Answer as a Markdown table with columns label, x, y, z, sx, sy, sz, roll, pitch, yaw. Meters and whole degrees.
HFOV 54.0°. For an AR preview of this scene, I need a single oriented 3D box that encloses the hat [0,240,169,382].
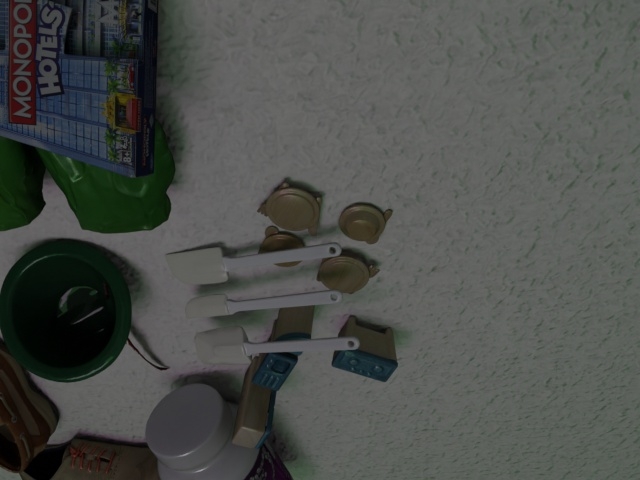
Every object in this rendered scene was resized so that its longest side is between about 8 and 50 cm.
| label | x | y | z | sx | sy | sz | roll | pitch | yaw |
| --- | --- | --- | --- | --- | --- | --- | --- | --- | --- |
| hat | -0.327 | 0.104 | 0.894 | 0.173 | 0.183 | 0.208 | -3 | 91 | 0 |

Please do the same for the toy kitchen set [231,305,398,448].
| label | x | y | z | sx | sy | sz | roll | pitch | yaw |
| --- | --- | --- | --- | --- | --- | --- | --- | --- | --- |
| toy kitchen set | -0.010 | 0.206 | 0.883 | 0.166 | 0.122 | 0.207 | 19 | 132 | -11 |

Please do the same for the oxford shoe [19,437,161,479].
| label | x | y | z | sx | sy | sz | roll | pitch | yaw |
| --- | --- | --- | --- | --- | --- | --- | --- | --- | --- |
| oxford shoe | -0.400 | 0.421 | 1.130 | 0.348 | 0.123 | 0.130 | -15 | 124 | 18 |

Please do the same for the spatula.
| label | x | y | z | sx | sy | sz | roll | pitch | yaw |
| --- | --- | --- | --- | --- | --- | --- | --- | --- | --- |
| spatula | -0.072 | 0.082 | 0.793 | 0.242 | 0.019 | 0.168 | -7 | 103 | 22 |

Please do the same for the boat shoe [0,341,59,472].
| label | x | y | z | sx | sy | sz | roll | pitch | yaw |
| --- | --- | --- | --- | --- | --- | --- | --- | --- | --- |
| boat shoe | -0.531 | 0.253 | 0.989 | 0.122 | 0.120 | 0.324 | -10 | 131 | 15 |

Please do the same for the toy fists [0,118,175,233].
| label | x | y | z | sx | sy | sz | roll | pitch | yaw |
| --- | --- | --- | --- | --- | --- | --- | --- | --- | --- |
| toy fists | -0.295 | -0.088 | 0.668 | 0.279 | 0.096 | 0.142 | 2 | 140 | 2 |

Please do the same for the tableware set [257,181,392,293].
| label | x | y | z | sx | sy | sz | roll | pitch | yaw |
| --- | --- | --- | --- | --- | --- | --- | --- | --- | --- |
| tableware set | 0.000 | 0.000 | 0.763 | 0.168 | 0.020 | 0.141 | 18 | 131 | -8 |

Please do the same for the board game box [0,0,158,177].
| label | x | y | z | sx | sy | sz | roll | pitch | yaw |
| --- | --- | --- | --- | --- | --- | --- | --- | --- | --- |
| board game box | -0.247 | -0.160 | 0.555 | 0.194 | 0.060 | 0.194 | 4 | 100 | 1 |

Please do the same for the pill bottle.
| label | x | y | z | sx | sy | sz | roll | pitch | yaw |
| --- | --- | --- | --- | --- | --- | --- | --- | --- | --- |
| pill bottle | -0.158 | 0.369 | 1.018 | 0.169 | 0.169 | 0.301 | -10 | 131 | 15 |
